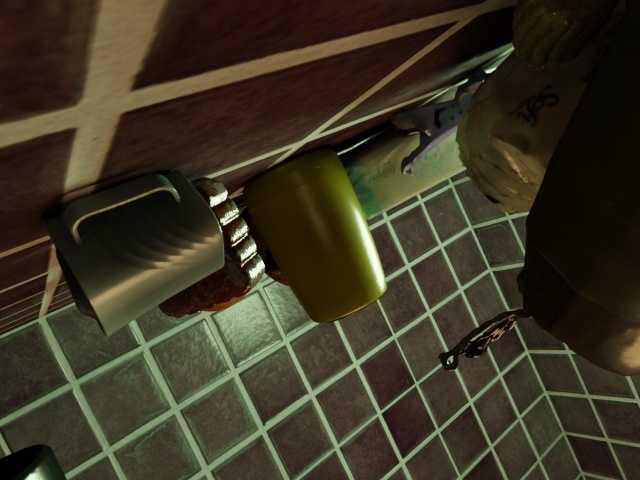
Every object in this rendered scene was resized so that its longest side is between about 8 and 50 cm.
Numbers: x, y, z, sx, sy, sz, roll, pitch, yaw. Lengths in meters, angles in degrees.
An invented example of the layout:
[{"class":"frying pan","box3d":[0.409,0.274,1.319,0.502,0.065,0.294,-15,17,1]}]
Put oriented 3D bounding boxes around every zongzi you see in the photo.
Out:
[{"class":"zongzi","box3d":[0.298,-0.073,0.398,0.418,0.181,0.447,-41,154,-29]}]

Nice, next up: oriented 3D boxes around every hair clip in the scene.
[{"class":"hair clip","box3d":[0.228,-0.216,0.815,0.278,0.090,0.137,-32,169,13]}]

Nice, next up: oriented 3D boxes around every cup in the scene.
[{"class":"cup","box3d":[-0.161,-0.001,0.440,0.129,0.095,0.128,-31,153,-27]}]

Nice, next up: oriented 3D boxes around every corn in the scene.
[{"class":"corn","box3d":[0.176,-0.167,0.362,0.085,0.063,0.165,-32,177,20]}]

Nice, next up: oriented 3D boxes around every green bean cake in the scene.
[{"class":"green bean cake","box3d":[-0.142,0.008,0.569,0.135,0.136,0.056,-20,-168,27]}]

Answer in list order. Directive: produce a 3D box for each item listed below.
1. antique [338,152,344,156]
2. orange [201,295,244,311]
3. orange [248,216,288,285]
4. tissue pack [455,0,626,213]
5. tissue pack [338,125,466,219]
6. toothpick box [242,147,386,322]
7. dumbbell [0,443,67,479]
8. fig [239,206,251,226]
[{"class":"antique","box3d":[0.065,-0.155,1.174,0.080,0.081,0.221,-25,-177,25]},{"class":"orange","box3d":[-0.236,0.052,1.062,0.206,0.206,0.206,-25,-177,1]},{"class":"orange","box3d":[-0.060,-0.018,1.114,0.182,0.235,0.234,10,170,-20]},{"class":"tissue pack","box3d":[0.338,-0.194,0.596,0.375,0.195,0.390,-42,176,12]},{"class":"tissue pack","box3d":[0.156,-0.152,0.982,0.271,0.124,0.201,-27,-164,-5]},{"class":"toothpick box","box3d":[0.000,0.000,0.855,0.174,0.272,0.175,-25,-177,1]},{"class":"dumbbell","box3d":[-0.288,0.136,0.352,0.152,0.218,0.152,-24,-176,2]},{"class":"fig","box3d":[-0.155,-0.050,1.265,0.128,0.150,0.128,-36,-158,17]}]
